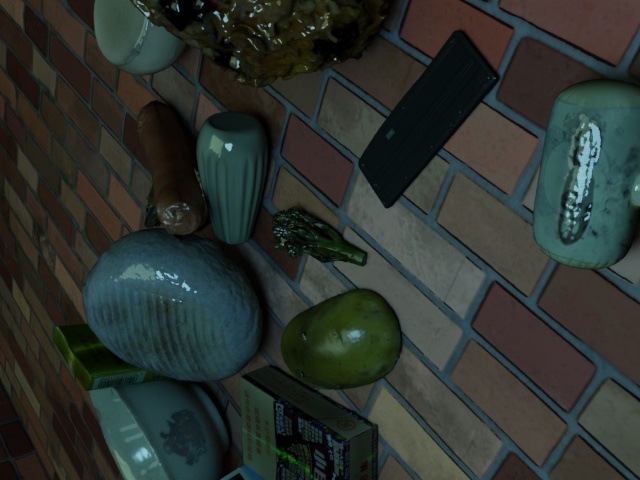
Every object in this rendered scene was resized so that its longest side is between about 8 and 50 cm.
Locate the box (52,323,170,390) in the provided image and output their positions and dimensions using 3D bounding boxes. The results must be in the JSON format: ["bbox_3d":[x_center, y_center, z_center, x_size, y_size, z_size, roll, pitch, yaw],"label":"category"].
[{"bbox_3d":[-0.396,0.237,1.514,0.173,0.311,0.043,40,116,36],"label":"box"}]

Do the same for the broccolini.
[{"bbox_3d":[-0.011,-0.002,1.174,0.203,0.068,0.091,18,95,46],"label":"broccolini"}]

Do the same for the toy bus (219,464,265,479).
[{"bbox_3d":[-0.093,0.568,1.363,0.271,0.165,0.133,41,129,36],"label":"toy bus"}]

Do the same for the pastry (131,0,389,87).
[{"bbox_3d":[-0.108,-0.398,0.937,0.337,0.292,0.405,-5,125,31],"label":"pastry"}]

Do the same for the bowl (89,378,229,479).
[{"bbox_3d":[-0.334,0.444,1.569,0.435,0.196,0.434,35,139,38],"label":"bowl"}]

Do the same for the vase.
[{"bbox_3d":[-0.161,-0.107,1.285,0.128,0.128,0.248,37,135,38],"label":"vase"}]

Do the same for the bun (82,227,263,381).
[{"bbox_3d":[-0.276,0.121,1.369,0.362,0.211,0.361,10,128,13],"label":"bun"}]

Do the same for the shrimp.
[{"bbox_3d":[-0.306,-0.083,1.520,0.173,0.058,0.253,50,132,17],"label":"shrimp"}]

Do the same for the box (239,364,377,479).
[{"bbox_3d":[-0.030,0.380,1.296,0.310,0.084,0.198,18,114,47],"label":"box"}]

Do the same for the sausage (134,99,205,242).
[{"bbox_3d":[-0.297,-0.153,1.365,0.094,0.094,0.419,59,-177,-43],"label":"sausage"}]

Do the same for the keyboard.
[{"bbox_3d":[0.113,-0.129,1.015,0.381,0.041,0.103,-48,64,39],"label":"keyboard"}]

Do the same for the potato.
[{"bbox_3d":[0.011,0.178,1.166,0.272,0.111,0.160,-26,79,50],"label":"potato"}]

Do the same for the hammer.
[{"bbox_3d":[0.362,-0.042,0.686,0.305,0.113,0.201,21,120,40],"label":"hammer"}]

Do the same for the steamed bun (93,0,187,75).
[{"bbox_3d":[-0.331,-0.438,1.366,0.232,0.145,0.231,3,94,44],"label":"steamed bun"}]
